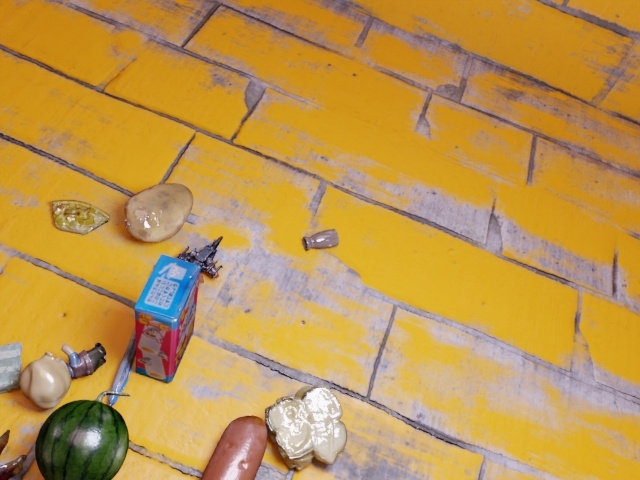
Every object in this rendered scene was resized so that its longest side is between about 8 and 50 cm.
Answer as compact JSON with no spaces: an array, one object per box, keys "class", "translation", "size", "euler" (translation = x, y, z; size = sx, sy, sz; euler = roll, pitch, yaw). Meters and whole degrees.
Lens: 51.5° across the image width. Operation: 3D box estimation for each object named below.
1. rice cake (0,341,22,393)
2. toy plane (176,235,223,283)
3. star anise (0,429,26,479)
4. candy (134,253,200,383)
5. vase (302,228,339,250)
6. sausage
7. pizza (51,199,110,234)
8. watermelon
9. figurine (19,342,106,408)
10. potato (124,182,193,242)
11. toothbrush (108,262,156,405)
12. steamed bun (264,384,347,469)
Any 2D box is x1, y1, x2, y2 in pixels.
[{"class":"rice cake","translation":[-0.786,0.299,1.490],"size":[0.211,0.038,0.124],"euler":[-3,54,-18]},{"class":"toy plane","translation":[-0.313,0.038,1.816],"size":[0.130,0.061,0.189],"euler":[27,51,6]},{"class":"star anise","translation":[-0.694,0.505,1.327],"size":[0.288,0.088,0.288],"euler":[1,51,-1]},{"class":"candy","translation":[-0.356,0.188,1.532],"size":[0.100,0.306,0.157],"euler":[17,51,0]},{"class":"vase","translation":[0.000,0.000,1.945],"size":[0.100,0.053,0.053],"euler":[-12,58,-20]},{"class":"sausage","translation":[-0.196,0.506,1.461],"size":[0.113,0.114,0.259],"euler":[25,52,3]},{"class":"pizza","translation":[-0.662,-0.067,1.810],"size":[0.159,0.036,0.099],"euler":[14,51,-6]},{"class":"watermelon","translation":[-0.493,0.415,1.387],"size":[0.187,0.188,0.215],"euler":[12,71,-7]},{"class":"figurine","translation":[-0.584,0.296,1.513],"size":[0.108,0.114,0.196],"euler":[40,45,16]},{"class":"potato","translation":[-0.453,-0.080,1.835],"size":[0.161,0.128,0.235],"euler":[31,45,-12]},{"class":"toothbrush","translation":[-0.452,0.222,1.653],"size":[0.042,0.035,0.414],"euler":[1,50,10]},{"class":"steamed bun","translation":[-0.030,0.445,1.564],"size":[0.177,0.106,0.192],"euler":[-26,76,-16]}]
